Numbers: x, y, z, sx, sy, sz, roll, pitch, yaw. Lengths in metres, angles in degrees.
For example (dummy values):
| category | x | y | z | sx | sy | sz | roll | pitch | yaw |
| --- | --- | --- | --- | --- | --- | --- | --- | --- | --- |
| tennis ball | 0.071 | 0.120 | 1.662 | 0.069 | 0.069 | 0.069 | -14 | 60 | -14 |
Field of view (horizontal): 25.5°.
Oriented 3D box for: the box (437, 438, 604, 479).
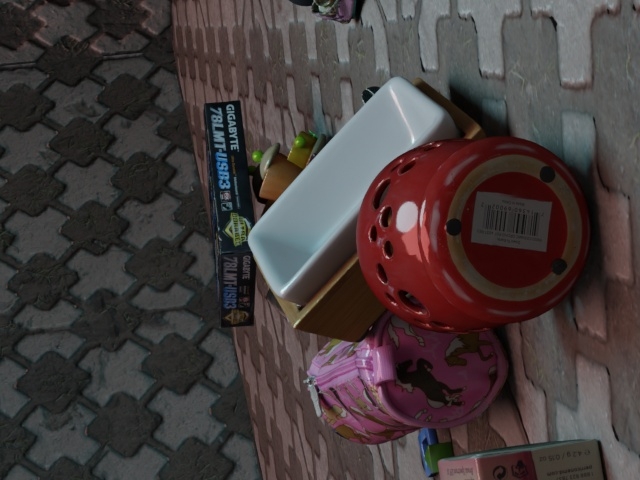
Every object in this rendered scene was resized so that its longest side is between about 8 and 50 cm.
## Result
| category | x | y | z | sx | sy | sz | roll | pitch | yaw |
| --- | --- | --- | --- | --- | --- | --- | --- | --- | --- |
| box | 0.207 | 0.316 | 1.377 | 0.148 | 0.127 | 0.232 | 134 | 128 | -75 |

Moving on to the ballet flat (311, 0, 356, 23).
| category | x | y | z | sx | sy | sz | roll | pitch | yaw |
| --- | --- | --- | --- | --- | --- | --- | --- | --- | --- |
| ballet flat | 0.024 | -0.374 | 1.997 | 0.221 | 0.079 | 0.077 | 110 | 152 | -66 |

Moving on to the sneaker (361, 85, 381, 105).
| category | x | y | z | sx | sy | sz | roll | pitch | yaw |
| --- | --- | --- | --- | --- | --- | --- | --- | --- | --- |
| sneaker | 0.086 | -0.162 | 1.944 | 0.044 | 0.040 | 0.109 | 71 | -174 | -51 |

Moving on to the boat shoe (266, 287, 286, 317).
| category | x | y | z | sx | sy | sz | roll | pitch | yaw |
| --- | --- | --- | --- | --- | --- | --- | --- | --- | --- |
| boat shoe | -0.011 | 0.056 | 2.450 | 0.096 | 0.098 | 0.277 | 50 | 149 | 18 |

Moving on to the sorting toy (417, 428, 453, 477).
| category | x | y | z | sx | sy | sz | roll | pitch | yaw |
| --- | --- | --- | --- | --- | --- | --- | --- | --- | --- |
| sorting toy | 0.159 | 0.420 | 1.889 | 0.196 | 0.047 | 0.347 | 139 | 123 | -77 |

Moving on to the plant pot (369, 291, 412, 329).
| category | x | y | z | sx | sy | sz | roll | pitch | yaw |
| --- | --- | --- | --- | --- | --- | --- | --- | --- | --- |
| plant pot | 0.064 | 0.041 | 1.879 | 0.165 | 0.167 | 0.167 | 90 | 169 | -67 |

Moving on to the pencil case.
| category | x | y | z | sx | sy | sz | roll | pitch | yaw |
| --- | --- | --- | --- | --- | --- | --- | --- | --- | --- |
| pencil case | 0.095 | 0.162 | 1.715 | 0.160 | 0.167 | 0.386 | 50 | 164 | 0 |

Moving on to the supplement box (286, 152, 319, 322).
| category | x | y | z | sx | sy | sz | roll | pitch | yaw |
| --- | --- | --- | --- | --- | --- | --- | --- | --- | --- |
| supplement box | 0.000 | 0.000 | 2.210 | 0.130 | 0.073 | 0.239 | -113 | 36 | -55 |

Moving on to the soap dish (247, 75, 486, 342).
| category | x | y | z | sx | sy | sz | roll | pitch | yaw |
| --- | --- | --- | --- | --- | --- | --- | --- | --- | --- |
| soap dish | 0.060 | -0.035 | 1.589 | 0.118 | 0.291 | 0.229 | 41 | -175 | -23 |

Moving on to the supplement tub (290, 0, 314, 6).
| category | x | y | z | sx | sy | sz | roll | pitch | yaw |
| --- | --- | --- | --- | --- | --- | --- | --- | --- | --- |
| supplement tub | -0.015 | -0.434 | 2.086 | 0.198 | 0.106 | 0.106 | 101 | 159 | -58 |

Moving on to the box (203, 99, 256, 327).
| category | x | y | z | sx | sy | sz | roll | pitch | yaw |
| --- | --- | --- | --- | --- | --- | --- | --- | --- | --- |
| box | -0.155 | -0.041 | 2.441 | 0.295 | 0.073 | 0.293 | 95 | 168 | -61 |

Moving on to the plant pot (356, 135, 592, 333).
| category | x | y | z | sx | sy | sz | roll | pitch | yaw |
| --- | --- | --- | --- | --- | --- | --- | --- | --- | --- |
| plant pot | 0.147 | -0.004 | 1.330 | 0.174 | 0.191 | 0.191 | 180 | 83 | -74 |

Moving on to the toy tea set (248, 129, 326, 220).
| category | x | y | z | sx | sy | sz | roll | pitch | yaw |
| --- | --- | --- | --- | --- | --- | --- | --- | --- | --- |
| toy tea set | -0.082 | -0.096 | 2.386 | 0.336 | 0.124 | 0.200 | 105 | -171 | -66 |
